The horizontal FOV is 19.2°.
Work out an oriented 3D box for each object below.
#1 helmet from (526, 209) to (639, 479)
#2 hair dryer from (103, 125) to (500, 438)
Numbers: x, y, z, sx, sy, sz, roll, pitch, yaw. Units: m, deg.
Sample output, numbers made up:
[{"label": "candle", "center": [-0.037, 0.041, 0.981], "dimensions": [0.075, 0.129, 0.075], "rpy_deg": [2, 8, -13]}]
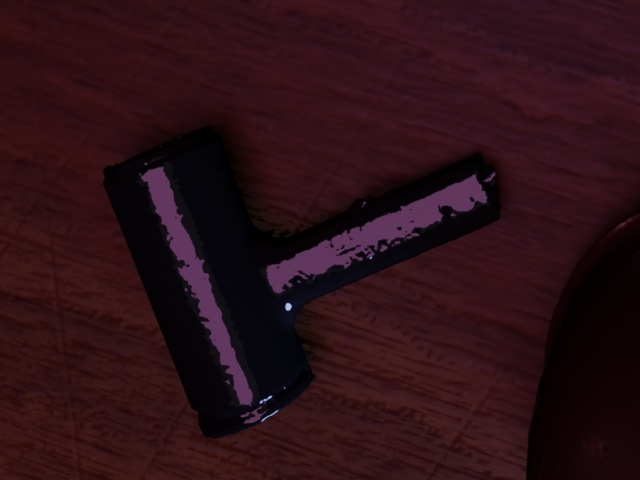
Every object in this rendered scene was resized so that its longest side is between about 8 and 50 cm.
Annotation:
[{"label": "helmet", "center": [0.258, 0.177, 1.122], "dimensions": [0.337, 0.230, 0.385], "rpy_deg": [8, 118, 24]}, {"label": "hair dryer", "center": [0.000, 0.000, 1.253], "dimensions": [0.251, 0.089, 0.197], "rpy_deg": [-20, 100, 11]}]
